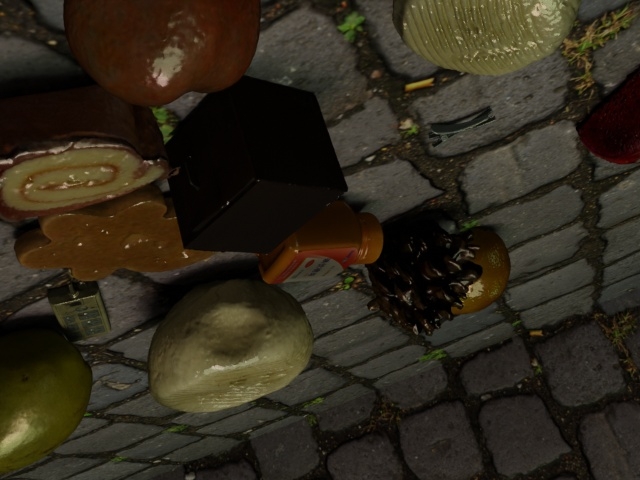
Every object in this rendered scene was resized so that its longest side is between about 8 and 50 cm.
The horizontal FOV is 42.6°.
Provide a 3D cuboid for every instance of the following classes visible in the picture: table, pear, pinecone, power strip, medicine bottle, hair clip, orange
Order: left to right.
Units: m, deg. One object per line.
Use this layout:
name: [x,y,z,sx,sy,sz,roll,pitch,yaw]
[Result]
pear: [-0.592,0.314,1.595,0.307,0.253,0.253,-51,167,-21]
power strip: [-0.464,0.134,1.585,0.092,0.034,0.268,-13,157,-13]
table: [-0.105,-0.099,1.159,0.172,0.169,0.193,5,149,-43]
medicine bottle: [0.000,0.001,1.539,0.222,0.112,0.149,-3,153,-32]
pinecone: [0.208,0.068,1.726,0.243,0.243,0.257,13,112,-51]
hair clip: [0.238,-0.194,1.384,0.115,0.030,0.039,-22,156,6]
orange: [0.352,0.089,1.947,0.179,0.158,0.237,-20,159,-44]

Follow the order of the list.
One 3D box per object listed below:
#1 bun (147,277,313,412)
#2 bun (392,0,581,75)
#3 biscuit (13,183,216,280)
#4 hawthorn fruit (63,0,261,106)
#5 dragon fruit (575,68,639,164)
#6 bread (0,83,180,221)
bun: [-0.200,0.207,1.708,0.349,0.227,0.352,-1,149,-36]
bun: [0.195,-0.301,0.973,0.221,0.134,0.220,10,155,5]
biscuit: [-0.308,-0.014,1.347,0.355,0.052,0.275,-2,152,-37]
hawthorn fruit: [-0.143,-0.253,0.787,0.199,0.199,0.251,-7,139,-26]
dragon fruit: [0.587,-0.219,1.474,0.163,0.189,0.261,23,147,-14]
bread: [-0.308,-0.113,1.030,0.244,0.123,0.190,-10,158,-20]
